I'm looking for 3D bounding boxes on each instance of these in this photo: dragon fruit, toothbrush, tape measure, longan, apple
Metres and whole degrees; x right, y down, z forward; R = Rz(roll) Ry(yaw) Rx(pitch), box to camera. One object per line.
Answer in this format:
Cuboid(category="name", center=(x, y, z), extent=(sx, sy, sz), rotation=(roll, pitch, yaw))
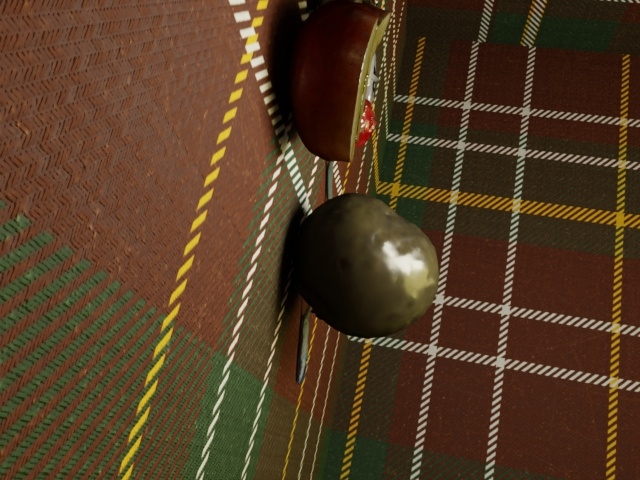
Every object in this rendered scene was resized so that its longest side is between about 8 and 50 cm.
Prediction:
Cuboid(category="dragon fruit", center=(0.088, -0.369, 1.845), extent=(0.209, 0.172, 0.172), rotation=(39, 59, -61))
Cuboid(category="toothbrush", center=(-0.051, 0.303, 2.006), extent=(0.035, 0.042, 0.414), rotation=(-11, 115, -40))
Cuboid(category="tape measure", center=(0.149, -0.583, 2.153), extent=(0.236, 0.120, 0.197), rotation=(-73, 165, -58))
Cuboid(category="longan", center=(0.117, 0.084, 1.739), extent=(0.404, 0.435, 0.404), rotation=(-51, -161, 26))
Cuboid(category="apple", center=(0.062, -0.371, 1.407), extent=(0.328, 0.295, 0.365), rotation=(-17, 132, -35))

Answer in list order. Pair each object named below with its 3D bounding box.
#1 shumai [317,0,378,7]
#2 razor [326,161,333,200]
Cuboid(category="shumai", center=(0.054, -0.657, 1.527), extent=(0.185, 0.183, 0.218), rotation=(56, 22, -18))
Cuboid(category="razor", center=(0.033, -0.194, 2.060), extent=(0.068, 0.037, 0.191), rotation=(-22, 127, -28))
